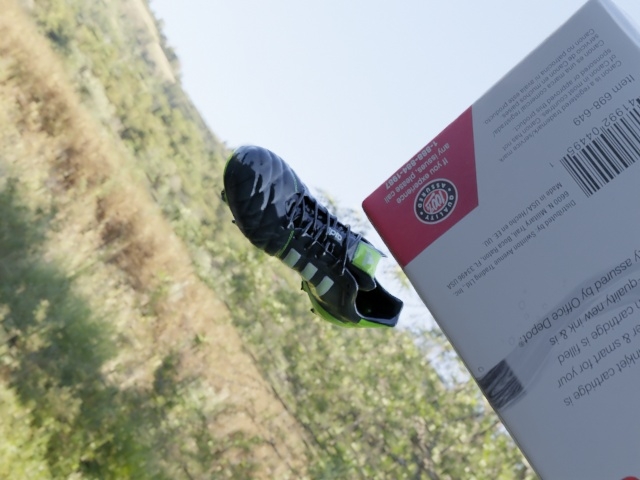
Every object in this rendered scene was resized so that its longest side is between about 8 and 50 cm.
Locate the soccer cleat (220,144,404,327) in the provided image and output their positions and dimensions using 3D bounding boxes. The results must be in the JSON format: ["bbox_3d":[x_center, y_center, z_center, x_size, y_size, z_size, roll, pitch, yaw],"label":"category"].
[{"bbox_3d":[0.000,0.000,0.587,0.072,0.060,0.179,5,-33,36],"label":"soccer cleat"}]

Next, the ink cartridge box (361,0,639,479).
[{"bbox_3d":[0.148,0.022,0.424,0.092,0.158,0.218,7,47,-57],"label":"ink cartridge box"}]
